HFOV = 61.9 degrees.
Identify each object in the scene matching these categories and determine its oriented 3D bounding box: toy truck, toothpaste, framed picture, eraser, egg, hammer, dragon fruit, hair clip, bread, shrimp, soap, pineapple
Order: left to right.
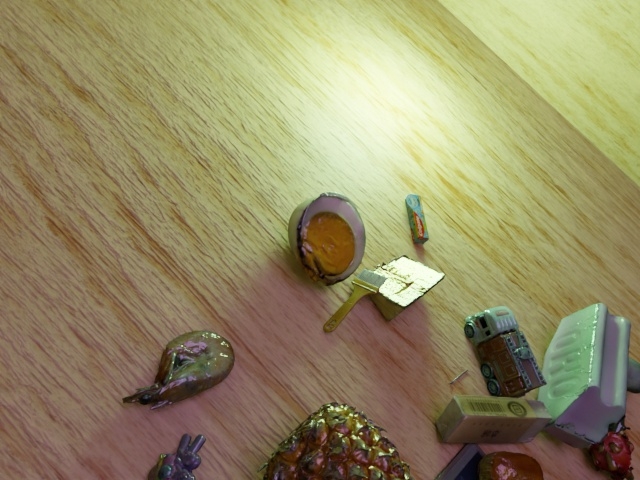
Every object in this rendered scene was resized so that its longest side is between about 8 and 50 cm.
[{"bbox_3d":[-0.346,0.580,1.236,0.090,0.137,0.278,47,43,-41],"label":"hair clip"},{"bbox_3d":[-0.371,0.335,1.400,0.317,0.077,0.168,-17,60,-37],"label":"shrimp"},{"bbox_3d":[0.003,-0.003,1.725,0.264,0.174,0.286,-21,97,-33],"label":"egg"},{"bbox_3d":[0.036,0.570,1.280,0.300,0.352,0.352,47,53,12],"label":"pineapple"},{"bbox_3d":[0.269,0.130,1.784,0.240,0.135,0.178,-30,76,-33],"label":"bread"},{"bbox_3d":[0.353,-0.083,2.010,0.070,0.044,0.193,7,59,-21],"label":"toothpaste"},{"bbox_3d":[0.482,0.764,1.582,0.209,0.019,0.281,-31,78,-36],"label":"framed picture"},{"bbox_3d":[0.535,0.557,1.648,0.344,0.144,0.078,9,34,-21],"label":"eraser"},{"bbox_3d":[0.618,0.371,1.792,0.136,0.162,0.305,-6,64,-28],"label":"toy truck"},{"bbox_3d":[0.570,0.700,1.588,0.191,0.114,0.132,11,59,-14],"label":"bread"},{"bbox_3d":[0.887,0.458,1.809,0.156,0.261,0.446,32,54,-6],"label":"soap"},{"bbox_3d":[0.973,0.725,1.777,0.133,0.150,0.207,-14,93,12],"label":"dragon fruit"},{"bbox_3d":[1.086,0.572,1.942,0.207,0.119,0.335,26,60,-7],"label":"hammer"}]

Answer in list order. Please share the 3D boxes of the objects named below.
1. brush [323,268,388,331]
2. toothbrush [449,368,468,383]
[{"bbox_3d":[0.101,0.194,1.707,0.103,0.013,0.272,20,54,37],"label":"brush"},{"bbox_3d":[0.458,0.450,1.764,0.097,0.008,0.006,-24,88,-35],"label":"toothbrush"}]
